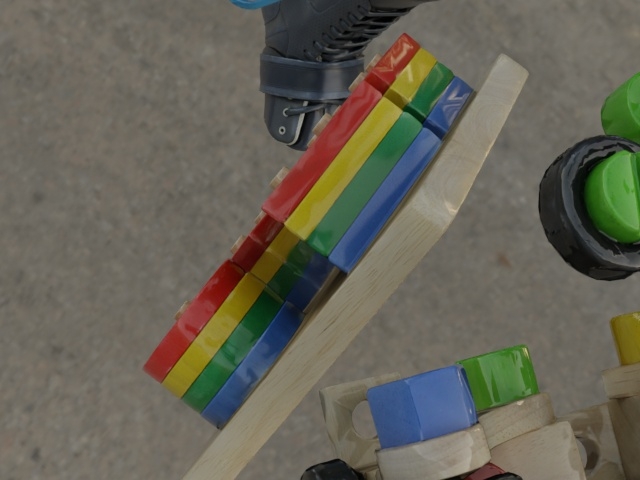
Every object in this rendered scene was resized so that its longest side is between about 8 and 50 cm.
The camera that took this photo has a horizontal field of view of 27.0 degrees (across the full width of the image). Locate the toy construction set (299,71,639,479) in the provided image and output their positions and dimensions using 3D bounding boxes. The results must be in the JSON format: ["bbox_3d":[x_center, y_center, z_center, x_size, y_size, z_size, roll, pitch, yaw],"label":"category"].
[{"bbox_3d":[0.128,0.133,0.603,0.257,0.237,0.309,-39,91,-27],"label":"toy construction set"}]

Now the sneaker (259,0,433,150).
[{"bbox_3d":[0.026,-0.148,1.041,0.086,0.226,0.164,-4,100,-33],"label":"sneaker"}]

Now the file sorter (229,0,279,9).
[{"bbox_3d":[0.025,-0.181,0.605,0.170,0.104,0.118,-30,103,-50],"label":"file sorter"}]

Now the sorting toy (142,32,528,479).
[{"bbox_3d":[0.000,0.000,0.834,0.089,0.257,0.255,38,30,-1],"label":"sorting toy"}]
